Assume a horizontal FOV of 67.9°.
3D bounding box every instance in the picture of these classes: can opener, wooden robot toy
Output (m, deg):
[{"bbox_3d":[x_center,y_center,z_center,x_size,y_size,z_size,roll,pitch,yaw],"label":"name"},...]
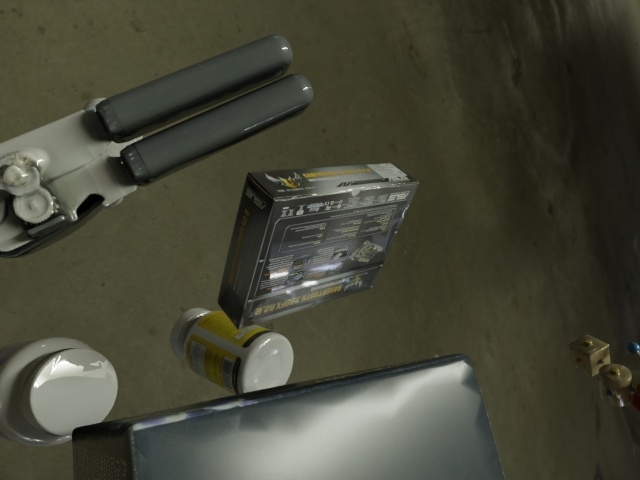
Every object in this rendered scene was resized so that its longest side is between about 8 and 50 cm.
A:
[{"bbox_3d":[-0.141,-0.080,0.381,0.280,0.093,0.074,-29,94,-11],"label":"can opener"},{"bbox_3d":[0.321,0.157,0.447,0.076,0.173,0.079,-29,115,-30],"label":"wooden robot toy"}]

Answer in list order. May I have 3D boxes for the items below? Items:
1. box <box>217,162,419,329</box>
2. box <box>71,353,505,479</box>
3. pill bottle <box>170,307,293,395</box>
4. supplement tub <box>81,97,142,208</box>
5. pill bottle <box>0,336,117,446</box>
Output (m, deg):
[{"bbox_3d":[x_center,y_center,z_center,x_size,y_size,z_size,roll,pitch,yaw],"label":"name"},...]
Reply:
[{"bbox_3d":[0.000,0.000,0.588,0.231,0.056,0.183,-12,134,-39],"label":"box"},{"bbox_3d":[-0.066,0.260,0.472,0.293,0.395,0.212,-1,72,-33],"label":"box"},{"bbox_3d":[-0.160,0.191,0.827,0.119,0.208,0.119,-19,115,-48],"label":"pill bottle"},{"bbox_3d":[-0.240,-0.095,0.520,0.071,0.071,0.107,33,44,-39],"label":"supplement tub"},{"bbox_3d":[-0.419,0.224,0.713,0.152,0.272,0.152,17,67,-44],"label":"pill bottle"}]
